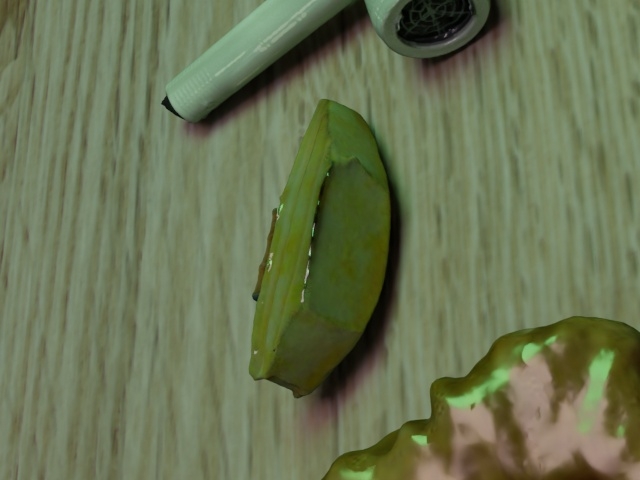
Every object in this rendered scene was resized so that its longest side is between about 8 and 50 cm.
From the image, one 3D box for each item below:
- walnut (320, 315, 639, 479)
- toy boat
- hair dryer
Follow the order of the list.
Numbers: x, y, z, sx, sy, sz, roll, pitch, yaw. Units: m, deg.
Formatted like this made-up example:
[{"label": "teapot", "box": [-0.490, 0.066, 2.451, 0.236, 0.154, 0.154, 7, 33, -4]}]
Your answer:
[{"label": "walnut", "box": [0.126, 0.145, 0.465, 0.269, 0.222, 0.244, -16, 71, 17]}, {"label": "toy boat", "box": [0.000, 0.000, 0.739, 0.066, 0.065, 0.172, -17, 55, 55]}, {"label": "hair dryer", "box": [-0.013, -0.133, 0.809, 0.236, 0.073, 0.131, -31, 54, 27]}]
